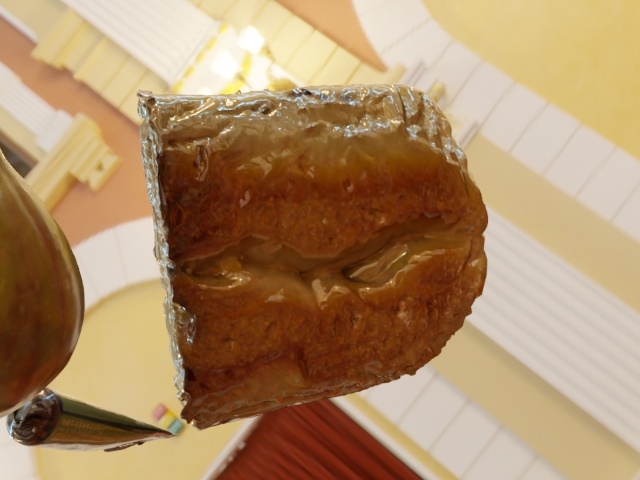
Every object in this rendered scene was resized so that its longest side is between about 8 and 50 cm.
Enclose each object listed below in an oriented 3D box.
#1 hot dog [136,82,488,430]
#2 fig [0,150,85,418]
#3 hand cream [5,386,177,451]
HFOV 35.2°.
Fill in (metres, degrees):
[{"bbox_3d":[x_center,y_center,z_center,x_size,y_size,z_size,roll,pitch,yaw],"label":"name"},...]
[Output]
[{"bbox_3d":[0.000,0.000,1.101,0.365,0.196,0.367,-8,-74,-14],"label":"hot dog"},{"bbox_3d":[-0.131,0.000,0.355,0.093,0.093,0.166,-38,-26,-36],"label":"fig"},{"bbox_3d":[-0.230,0.183,0.988,0.086,0.055,0.235,-12,-20,15],"label":"hand cream"}]
